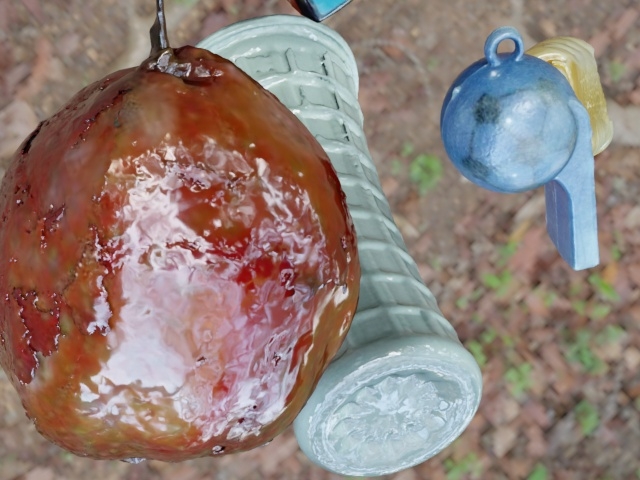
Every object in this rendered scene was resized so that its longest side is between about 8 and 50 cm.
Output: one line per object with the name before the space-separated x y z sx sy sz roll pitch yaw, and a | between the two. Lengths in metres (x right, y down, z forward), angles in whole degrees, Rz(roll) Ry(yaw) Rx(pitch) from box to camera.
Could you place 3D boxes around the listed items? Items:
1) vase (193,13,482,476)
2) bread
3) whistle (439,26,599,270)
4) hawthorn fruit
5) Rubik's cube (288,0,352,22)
vase | 0.000 0.000 1.022 0.143 0.299 0.143 -12 136 -12
bread | 0.215 -0.126 1.502 0.177 0.084 0.119 -26 106 -70
whistle | 0.113 -0.052 0.954 0.090 0.090 0.158 -22 122 -23
hawthorn fruit | -0.075 -0.008 0.745 0.181 0.181 0.235 -20 127 -25
Rubik's cube | -0.003 -0.282 1.042 0.184 0.182 0.187 -35 127 -5
